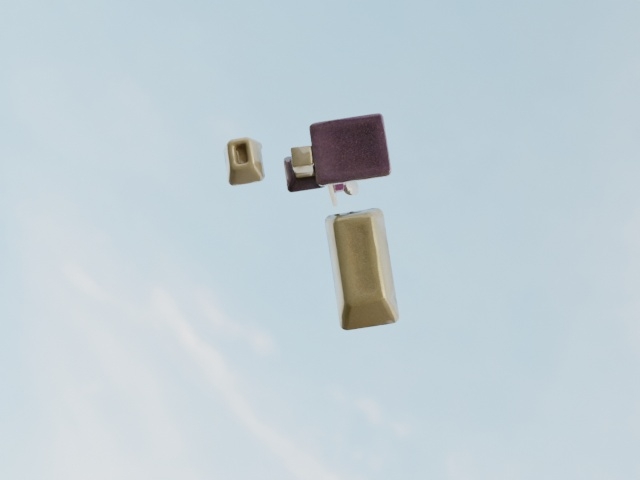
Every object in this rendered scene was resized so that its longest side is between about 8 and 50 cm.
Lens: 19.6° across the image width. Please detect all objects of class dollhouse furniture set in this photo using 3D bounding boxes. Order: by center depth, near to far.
[{"bbox_3d":[0.000,0.000,1.033,0.091,0.114,0.081,-9,-14,2],"label":"dollhouse furniture set"}]
